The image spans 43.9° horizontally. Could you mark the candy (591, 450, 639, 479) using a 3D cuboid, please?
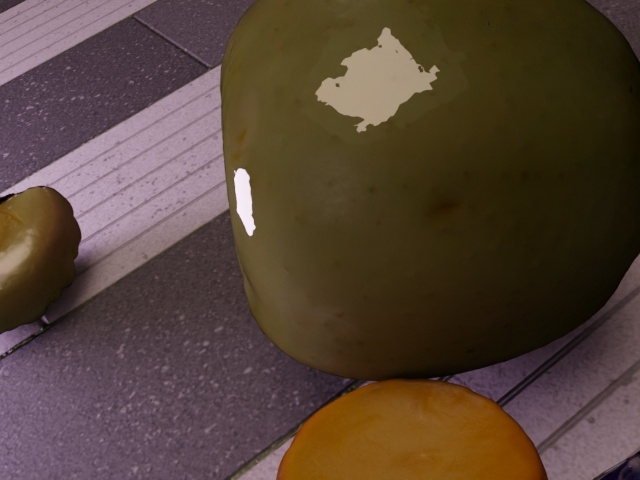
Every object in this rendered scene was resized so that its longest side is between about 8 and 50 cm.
[{"bbox_3d":[0.333,0.297,0.610,0.088,0.061,0.312,-29,42,-14],"label":"candy"}]

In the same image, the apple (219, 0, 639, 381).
[{"bbox_3d":[0.106,-0.077,0.813,0.474,0.473,0.473,-11,42,10],"label":"apple"}]

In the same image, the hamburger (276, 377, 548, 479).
[{"bbox_3d":[0.082,0.246,0.681,0.246,0.169,0.246,-5,35,3],"label":"hamburger"}]

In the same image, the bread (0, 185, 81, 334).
[{"bbox_3d":[-0.435,0.055,1.108,0.261,0.158,0.156,-35,54,-17],"label":"bread"}]
